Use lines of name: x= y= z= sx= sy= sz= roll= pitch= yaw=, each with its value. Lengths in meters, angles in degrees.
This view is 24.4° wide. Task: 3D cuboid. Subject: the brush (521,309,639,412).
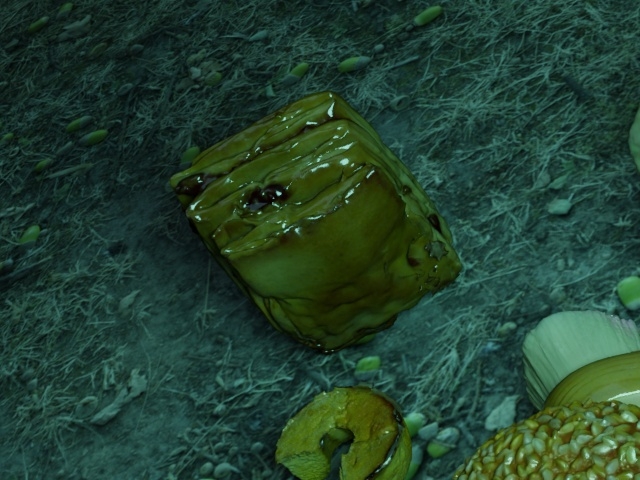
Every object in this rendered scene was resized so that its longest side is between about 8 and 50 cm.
brush: x=0.351 y=0.161 z=1.556 sx=0.266 sy=0.174 sz=0.166 roll=-14 pitch=33 yaw=9

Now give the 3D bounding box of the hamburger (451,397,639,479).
hamburger: x=0.251 y=0.317 z=1.350 sx=0.330 sy=0.250 sz=0.330 roll=-21 pitch=53 yaw=30

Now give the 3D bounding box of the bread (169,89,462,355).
bread: x=0.000 y=0.000 z=1.826 sx=0.277 sy=0.324 sz=0.167 roll=-29 pitch=36 yaw=10

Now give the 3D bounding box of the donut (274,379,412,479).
donut: x=0.040 y=0.243 z=1.754 sx=0.181 sy=0.078 sz=0.146 roll=14 pitch=58 yaw=50

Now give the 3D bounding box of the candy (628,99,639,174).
candy: x=0.444 y=-0.063 z=1.591 sx=0.135 sy=0.321 sz=0.179 roll=0 pitch=46 yaw=31
